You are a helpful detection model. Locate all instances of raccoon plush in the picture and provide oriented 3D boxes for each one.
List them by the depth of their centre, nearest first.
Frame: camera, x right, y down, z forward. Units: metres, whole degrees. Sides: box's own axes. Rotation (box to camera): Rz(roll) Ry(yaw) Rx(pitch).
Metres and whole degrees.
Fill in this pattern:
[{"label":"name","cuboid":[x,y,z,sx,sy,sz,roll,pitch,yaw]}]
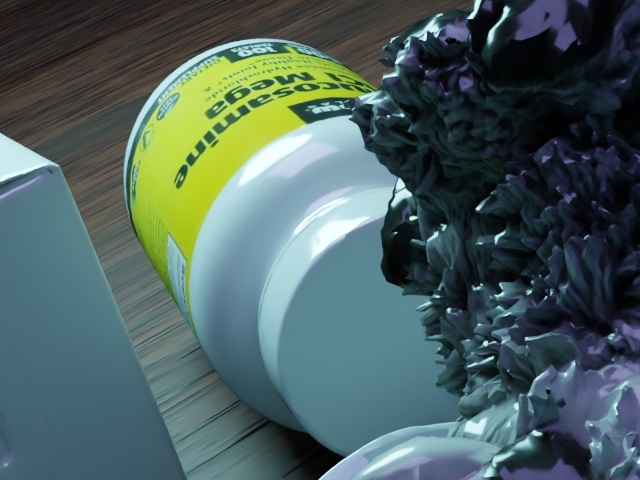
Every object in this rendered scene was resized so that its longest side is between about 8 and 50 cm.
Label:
[{"label":"raccoon plush","cuboid":[0.209,0.041,0.600,0.446,0.299,0.216,-13,-20,-5]}]

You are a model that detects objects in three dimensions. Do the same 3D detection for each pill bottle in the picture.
[{"label":"pill bottle","cuboid":[0.000,0.000,0.981,0.188,0.188,0.334,-22,23,-9]}]

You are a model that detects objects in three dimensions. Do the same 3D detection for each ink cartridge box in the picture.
[{"label":"ink cartridge box","cuboid":[-0.224,0.044,1.003,0.131,0.226,0.306,-29,26,-21]}]

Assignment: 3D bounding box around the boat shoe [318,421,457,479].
[{"label":"boat shoe","cuboid":[0.098,0.118,0.764,0.267,0.088,0.096,-26,67,-21]}]
